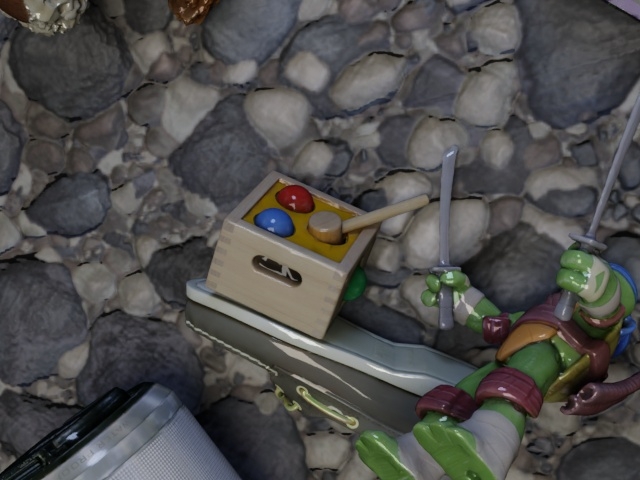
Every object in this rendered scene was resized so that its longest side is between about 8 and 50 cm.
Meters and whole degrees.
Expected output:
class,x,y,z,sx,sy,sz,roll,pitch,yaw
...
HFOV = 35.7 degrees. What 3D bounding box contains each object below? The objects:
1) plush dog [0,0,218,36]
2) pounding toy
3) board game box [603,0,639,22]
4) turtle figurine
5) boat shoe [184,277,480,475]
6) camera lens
class,x,y,z,sx,sy,sz,roll,pitch,yaw
plush dog,-0.148,-0.303,0.801,0.225,0.210,0.262,13,136,-3
pounding toy,0.000,0.000,0.854,0.141,0.130,0.100,24,121,8
board game box,0.271,-0.250,0.749,0.141,0.048,0.170,33,111,6
turtle figurine,0.129,0.053,0.765,0.198,0.266,0.274,14,136,40
boat shoe,0.012,0.119,0.884,0.305,0.109,0.091,21,104,5
camera lens,-0.161,0.286,0.915,0.219,0.219,0.274,-36,94,20
